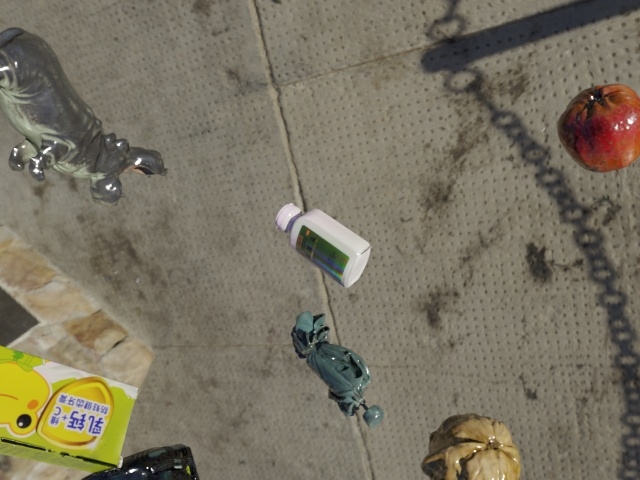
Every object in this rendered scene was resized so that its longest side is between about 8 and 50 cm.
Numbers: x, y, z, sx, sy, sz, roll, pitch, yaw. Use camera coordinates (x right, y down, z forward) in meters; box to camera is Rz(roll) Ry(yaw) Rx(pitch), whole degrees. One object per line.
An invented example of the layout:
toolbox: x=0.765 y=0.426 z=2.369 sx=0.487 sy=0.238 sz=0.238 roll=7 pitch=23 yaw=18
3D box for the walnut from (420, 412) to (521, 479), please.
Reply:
walnut: x=0.128 y=0.193 z=0.463 sx=0.082 sy=0.079 sz=0.096 roll=10 pitch=140 yaw=-8

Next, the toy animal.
toy animal: x=-0.391 y=-0.157 z=0.829 sx=0.106 sy=0.168 sz=0.343 roll=18 pitch=160 yaw=31

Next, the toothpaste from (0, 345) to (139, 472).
toothpaste: x=-0.395 y=0.196 z=0.656 sx=0.327 sy=0.110 sz=0.077 roll=31 pitch=138 yaw=-34

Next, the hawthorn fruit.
hawthorn fruit: x=0.614 y=-0.227 z=1.151 sx=0.179 sy=0.179 sz=0.200 roll=-24 pitch=121 yaw=31

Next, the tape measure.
tape measure: x=-0.318 y=0.422 z=0.896 sx=0.199 sy=0.186 sz=0.112 roll=-26 pitch=70 yaw=4

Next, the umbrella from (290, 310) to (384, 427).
umbrella: x=0.043 y=0.326 z=1.354 sx=0.349 sy=0.094 sz=0.143 roll=42 pitch=134 yaw=39

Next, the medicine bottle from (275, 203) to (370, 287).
medicine bottle: x=0.000 y=0.000 z=1.168 sx=0.219 sy=0.078 sz=0.115 roll=35 pitch=137 yaw=20
